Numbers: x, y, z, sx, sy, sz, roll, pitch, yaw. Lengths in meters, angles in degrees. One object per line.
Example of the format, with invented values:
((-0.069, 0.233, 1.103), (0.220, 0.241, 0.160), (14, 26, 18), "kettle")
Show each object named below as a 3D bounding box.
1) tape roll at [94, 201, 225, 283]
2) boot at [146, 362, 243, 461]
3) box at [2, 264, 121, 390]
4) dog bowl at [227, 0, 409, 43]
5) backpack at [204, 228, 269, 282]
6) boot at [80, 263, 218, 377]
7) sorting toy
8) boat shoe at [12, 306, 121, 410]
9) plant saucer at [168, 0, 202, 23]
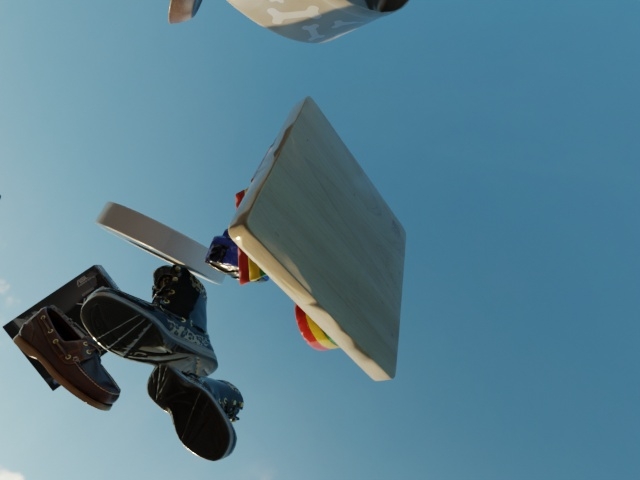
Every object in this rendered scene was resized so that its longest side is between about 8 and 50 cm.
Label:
((-0.449, 0.016, 1.219), (0.392, 0.392, 0.072), (19, -106, 23), "tape roll")
((-0.191, 0.312, 0.771), (0.236, 0.178, 0.085), (23, -101, 39), "boot")
((-0.739, 0.258, 1.278), (0.307, 0.076, 0.242), (-36, -87, -11), "box")
((-0.039, -0.388, 0.463), (0.102, 0.349, 0.348), (-20, -107, 45), "dog bowl")
((-0.150, 0.027, 0.819), (0.120, 0.098, 0.101), (11, -102, 38), "backpack")
((-0.422, 0.174, 1.090), (0.138, 0.377, 0.284), (-38, -142, 13), "boot")
((0.000, 0.000, 0.517), (0.089, 0.257, 0.255), (-22, -146, 31), "sorting toy")
((-0.386, 0.179, 0.652), (0.207, 0.073, 0.073), (32, -108, 14), "boat shoe")
((-0.219, -0.477, 0.745), (0.036, 0.198, 0.198), (21, -91, -19), "plant saucer")
